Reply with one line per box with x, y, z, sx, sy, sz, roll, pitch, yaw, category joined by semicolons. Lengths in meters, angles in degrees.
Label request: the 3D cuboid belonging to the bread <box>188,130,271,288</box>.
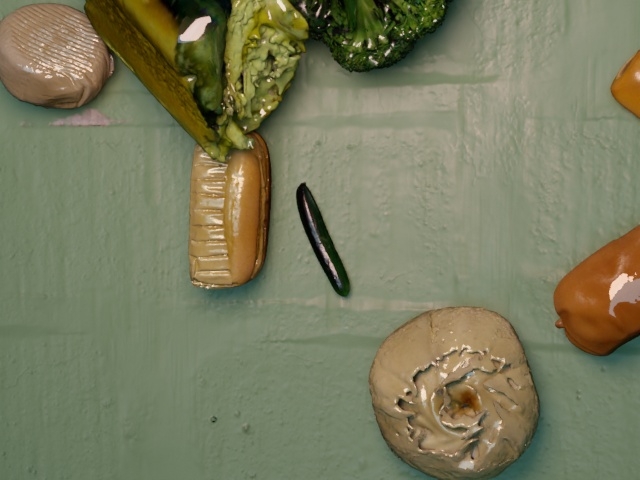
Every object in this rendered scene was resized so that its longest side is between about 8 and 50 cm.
-0.129;-0.047;1.370;0.106;0.140;0.236;4;96;6;bread

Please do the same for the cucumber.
0.000;0.000;1.406;0.036;0.033;0.184;-26;87;31;cucumber

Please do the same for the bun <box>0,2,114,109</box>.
-0.405;-0.268;1.413;0.166;0.113;0.173;-32;74;-30;bun

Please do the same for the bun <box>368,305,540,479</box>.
0.189;0.226;1.331;0.259;0.152;0.259;1;95;7;bun

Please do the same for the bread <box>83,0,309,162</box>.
-0.186;-0.314;1.277;0.208;0.251;0.376;-33;61;-25;bread

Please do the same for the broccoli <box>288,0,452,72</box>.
0.055;-0.385;1.237;0.297;0.297;0.297;0;90;22;broccoli

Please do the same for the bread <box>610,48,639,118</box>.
0.517;-0.172;1.287;0.239;0.074;0.092;39;94;5;bread

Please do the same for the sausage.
0.436;0.064;1.293;0.241;0.120;0.136;-37;73;10;sausage
